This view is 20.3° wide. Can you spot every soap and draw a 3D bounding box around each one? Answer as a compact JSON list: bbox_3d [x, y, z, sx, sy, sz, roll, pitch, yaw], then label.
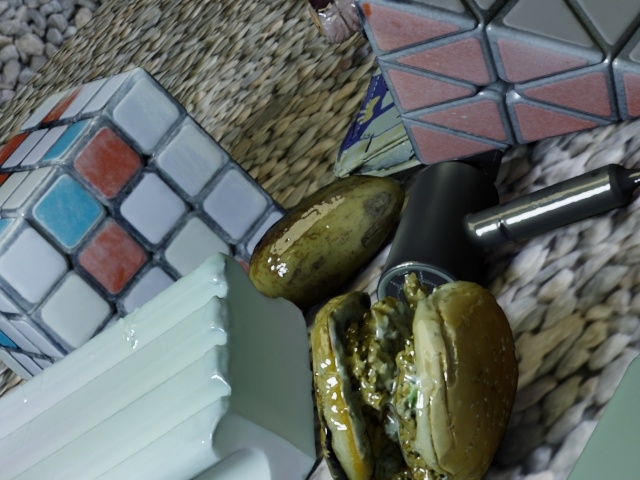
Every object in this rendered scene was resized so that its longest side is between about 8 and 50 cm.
[{"bbox_3d":[-0.172,0.186,1.504,0.347,0.115,0.208,-33,36,24],"label":"soap"}]

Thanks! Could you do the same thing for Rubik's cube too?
[{"bbox_3d":[0.151,-0.180,1.461,0.233,0.228,0.229,-30,20,0],"label":"Rubik's cube"},{"bbox_3d":[-0.208,0.015,1.732,0.253,0.259,0.256,-53,22,-19],"label":"Rubik's cube"}]

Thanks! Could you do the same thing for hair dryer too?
[{"bbox_3d":[0.174,-0.034,1.437,0.248,0.078,0.196,-18,31,30],"label":"hair dryer"}]

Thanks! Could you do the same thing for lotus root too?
[{"bbox_3d":[0.000,0.000,1.635,0.179,0.080,0.089,-43,22,-1],"label":"lotus root"}]

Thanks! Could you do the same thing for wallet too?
[{"bbox_3d":[0.155,-0.167,1.682,0.309,0.077,0.223,-28,25,38],"label":"wallet"}]

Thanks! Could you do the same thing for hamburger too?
[{"bbox_3d":[0.068,0.114,1.232,0.131,0.185,0.159,-2,-1,15],"label":"hamburger"}]

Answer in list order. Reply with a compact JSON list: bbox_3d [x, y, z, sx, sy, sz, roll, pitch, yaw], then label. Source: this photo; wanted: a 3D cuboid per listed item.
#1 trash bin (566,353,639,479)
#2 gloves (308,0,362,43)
[{"bbox_3d":[0.169,0.239,0.805,0.343,0.158,0.223,-56,23,-17],"label":"trash bin"},{"bbox_3d":[0.057,-0.279,2.038,0.144,0.094,0.110,-16,38,13],"label":"gloves"}]
